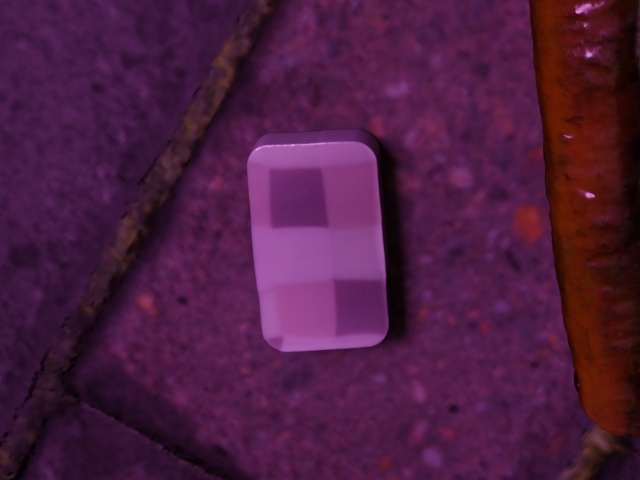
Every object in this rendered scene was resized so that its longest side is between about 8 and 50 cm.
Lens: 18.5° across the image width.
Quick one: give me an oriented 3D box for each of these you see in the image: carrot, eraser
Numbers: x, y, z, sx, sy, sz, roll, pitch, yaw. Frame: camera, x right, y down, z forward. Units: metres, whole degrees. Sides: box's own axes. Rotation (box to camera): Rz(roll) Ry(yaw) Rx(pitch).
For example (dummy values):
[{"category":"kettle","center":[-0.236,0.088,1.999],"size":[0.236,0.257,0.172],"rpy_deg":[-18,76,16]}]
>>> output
[{"category":"carrot","center":[0.137,-0.036,0.903],"size":[0.070,0.070,0.260],"rpy_deg":[-4,110,8]},{"category":"eraser","center":[0.000,0.000,0.950],"size":[0.065,0.026,0.105],"rpy_deg":[-4,107,6]}]
